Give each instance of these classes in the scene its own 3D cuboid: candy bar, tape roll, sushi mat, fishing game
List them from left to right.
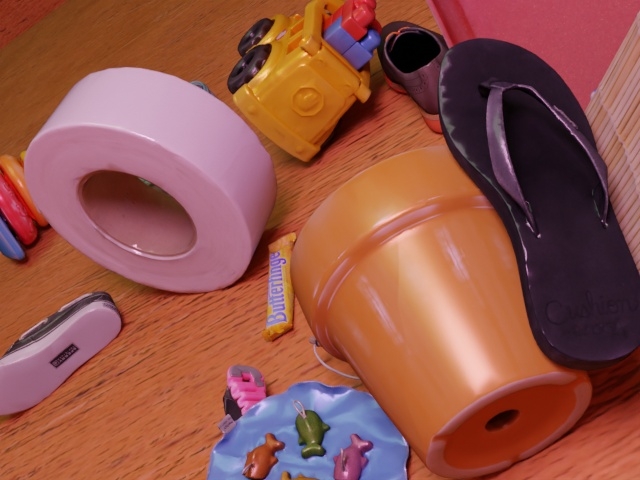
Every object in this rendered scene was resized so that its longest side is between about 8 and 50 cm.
[{"bbox_3d":[-0.199,-0.062,0.967,0.286,0.286,0.100,-12,43,36],"label":"tape roll"},{"bbox_3d":[-0.045,0.051,0.925,0.040,0.018,0.162,-26,35,20],"label":"candy bar"},{"bbox_3d":[-0.019,0.190,0.680,0.189,0.041,0.264,13,55,33],"label":"fishing game"},{"bbox_3d":[0.208,-0.050,0.549,0.019,0.317,0.152,-4,58,-9],"label":"sushi mat"}]

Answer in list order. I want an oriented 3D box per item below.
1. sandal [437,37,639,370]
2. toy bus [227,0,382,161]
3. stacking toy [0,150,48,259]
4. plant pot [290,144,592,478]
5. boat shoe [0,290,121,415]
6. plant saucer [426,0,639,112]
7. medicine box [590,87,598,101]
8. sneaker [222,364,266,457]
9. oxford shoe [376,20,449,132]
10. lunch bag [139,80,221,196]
[{"bbox_3d":[0.153,-0.042,0.548,0.097,0.054,0.255,-17,64,-4],"label":"sandal"},{"bbox_3d":[0.000,-0.249,1.075,0.211,0.149,0.220,-39,28,29],"label":"toy bus"},{"bbox_3d":[-0.468,-0.116,1.449,0.301,0.166,0.175,-33,27,-16],"label":"stacking toy"},{"bbox_3d":[0.101,0.065,0.621,0.205,0.205,0.188,-33,49,10],"label":"plant pot"},{"bbox_3d":[-0.360,0.147,1.076,0.219,0.078,0.070,-34,33,-6],"label":"boat shoe"},{"bbox_3d":[0.259,-0.177,0.725,0.258,0.259,0.047,-25,4,22],"label":"plant saucer"},{"bbox_3d":[0.368,-0.055,0.522,0.263,0.149,0.289,-32,34,11],"label":"medicine box"},{"bbox_3d":[-0.071,0.179,0.786,0.057,0.047,0.119,-59,31,30],"label":"sneaker"},{"bbox_3d":[0.121,-0.237,1.025,0.097,0.098,0.271,-36,33,6],"label":"oxford shoe"},{"bbox_3d":[-0.247,-0.110,1.230,0.279,0.108,0.224,-31,34,14],"label":"lunch bag"}]
